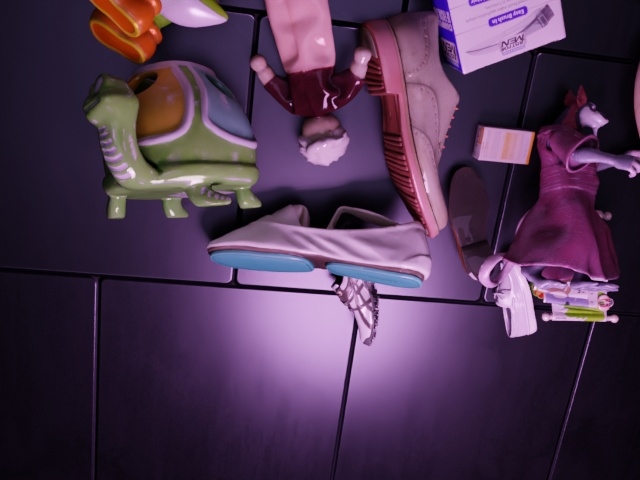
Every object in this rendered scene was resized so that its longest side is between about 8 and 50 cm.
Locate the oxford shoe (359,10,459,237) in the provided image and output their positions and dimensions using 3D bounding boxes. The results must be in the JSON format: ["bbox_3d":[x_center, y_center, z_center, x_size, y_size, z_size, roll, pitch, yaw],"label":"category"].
[{"bbox_3d":[0.185,-0.196,1.137,0.147,0.140,0.396,-19,113,-9],"label":"oxford shoe"}]

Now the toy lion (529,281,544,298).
[{"bbox_3d":[0.465,0.069,1.316,0.100,0.034,0.096,-23,117,1],"label":"toy lion"}]

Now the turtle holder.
[{"bbox_3d":[-0.245,-0.154,1.021,0.320,0.243,0.227,-4,89,-43],"label":"turtle holder"}]

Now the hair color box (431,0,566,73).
[{"bbox_3d":[0.263,-0.463,1.048,0.185,0.110,0.338,-20,116,0],"label":"hair color box"}]

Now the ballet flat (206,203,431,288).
[{"bbox_3d":[0.000,0.000,1.179,0.401,0.139,0.139,6,109,10],"label":"ballet flat"}]

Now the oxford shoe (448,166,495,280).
[{"bbox_3d":[0.276,-0.032,1.241,0.076,0.076,0.212,-7,93,-2],"label":"oxford shoe"}]

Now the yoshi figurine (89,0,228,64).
[{"bbox_3d":[-0.214,-0.453,0.963,0.362,0.204,0.203,-54,144,-18],"label":"yoshi figurine"}]

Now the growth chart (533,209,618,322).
[{"bbox_3d":[0.488,0.048,1.272,0.172,0.021,0.237,-4,96,-1],"label":"growth chart"}]

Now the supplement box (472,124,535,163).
[{"bbox_3d":[0.337,-0.177,1.211,0.099,0.036,0.062,5,108,-9],"label":"supplement box"}]

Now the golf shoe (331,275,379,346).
[{"bbox_3d":[0.068,0.107,1.264,0.094,0.077,0.198,-1,102,5],"label":"golf shoe"}]

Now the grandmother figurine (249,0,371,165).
[{"bbox_3d":[-0.012,-0.289,1.102,0.208,0.104,0.342,5,117,30],"label":"grandmother figurine"}]

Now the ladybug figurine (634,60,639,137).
[{"bbox_3d":[0.755,-0.214,1.182,0.305,0.162,0.449,-38,109,6],"label":"ladybug figurine"}]

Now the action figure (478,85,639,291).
[{"bbox_3d":[0.443,-0.092,1.190,0.276,0.248,0.370,-4,81,28],"label":"action figure"}]

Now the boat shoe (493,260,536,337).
[{"bbox_3d":[0.379,0.114,1.306,0.063,0.066,0.184,-21,119,-1],"label":"boat shoe"}]
